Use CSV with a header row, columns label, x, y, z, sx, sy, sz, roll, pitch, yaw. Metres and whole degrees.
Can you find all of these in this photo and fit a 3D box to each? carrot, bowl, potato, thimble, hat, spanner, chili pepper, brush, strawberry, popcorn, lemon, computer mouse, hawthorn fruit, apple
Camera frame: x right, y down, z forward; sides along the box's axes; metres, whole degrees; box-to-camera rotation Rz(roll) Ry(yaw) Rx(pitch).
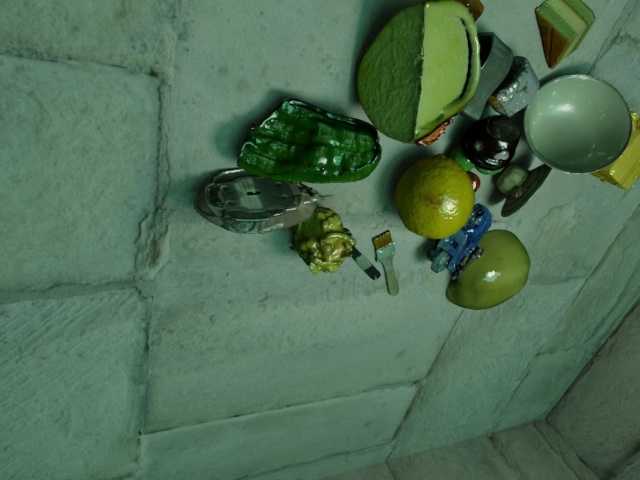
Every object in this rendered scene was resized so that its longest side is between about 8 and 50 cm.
label,x,y,z,sx,sy,sz,roll,pitch,yaw
carrot,0.344,-0.658,1.121,0.225,0.067,0.067,25,109,-39
bowl,0.839,-0.371,1.474,0.337,0.337,0.157,-37,172,2
potato,0.270,-0.459,1.165,0.280,0.213,0.330,-22,122,-34
thimble,0.587,-0.471,1.334,0.151,0.127,0.118,-45,129,16
hat,0.707,-0.215,1.576,0.110,0.252,0.252,36,106,2
spanner,0.134,0.064,1.566,0.087,0.024,0.316,-39,132,6
chili pepper,-0.026,-0.250,1.169,0.385,0.213,0.167,3,168,-6
brush,0.261,0.101,1.653,0.086,0.020,0.336,-27,131,-7
strawberry,0.318,-0.356,1.310,0.145,0.086,0.145,-12,127,-16
popcorn,0.001,0.002,1.342,0.170,0.189,0.218,-18,131,-17
lemon,0.365,-0.133,1.391,0.268,0.267,0.267,-13,128,-18
computer mouse,-0.154,-0.101,1.210,0.390,0.199,0.114,-6,145,-22
hawthorn fruit,0.514,-0.204,1.527,0.093,0.093,0.093,-13,128,-18
apple,0.723,0.128,1.858,0.361,0.311,0.320,-17,173,-13

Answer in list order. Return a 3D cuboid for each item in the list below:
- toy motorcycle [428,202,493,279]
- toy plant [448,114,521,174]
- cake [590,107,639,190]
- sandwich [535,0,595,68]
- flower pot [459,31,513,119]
label,x,y,z,sx,sy,sz,roll,pitch,yaw
toy motorcycle,0.524,-0.019,1.629,0.182,0.241,0.319,30,119,4
toy plant,0.542,-0.296,1.418,0.218,0.175,0.235,-5,159,-14
cake,1.055,-0.355,1.588,0.286,0.222,0.227,20,110,-35
sandwich,0.740,-0.655,1.354,0.117,0.144,0.187,-39,167,4
flower pot,0.462,-0.481,1.281,0.108,0.103,0.229,16,113,-36
